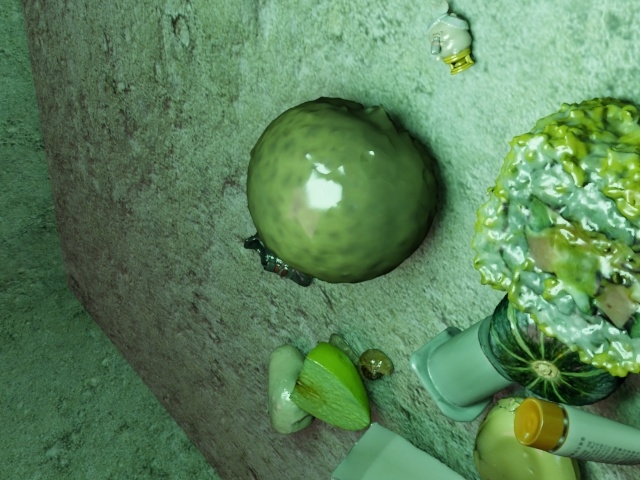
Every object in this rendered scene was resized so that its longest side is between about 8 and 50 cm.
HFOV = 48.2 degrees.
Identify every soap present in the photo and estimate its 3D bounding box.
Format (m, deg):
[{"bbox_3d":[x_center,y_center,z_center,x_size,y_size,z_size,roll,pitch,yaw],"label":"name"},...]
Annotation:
[{"bbox_3d":[0.253,0.671,1.783,0.435,0.213,0.350,23,156,45],"label":"soap"}]

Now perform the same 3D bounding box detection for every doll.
[{"bbox_3d":[0.219,-0.354,1.254,0.073,0.084,0.127,-3,117,60],"label":"doll"}]

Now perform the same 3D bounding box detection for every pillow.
[{"bbox_3d":[0.051,0.352,2.055,0.130,0.033,0.217,45,143,15],"label":"pillow"}]

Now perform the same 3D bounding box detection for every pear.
[{"bbox_3d":[0.058,0.401,1.944,0.239,0.139,0.288,39,145,15],"label":"pear"}]

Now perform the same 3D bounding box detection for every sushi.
[{"bbox_3d":[0.440,-0.017,1.058,0.396,0.240,0.351,42,142,32],"label":"sushi"}]

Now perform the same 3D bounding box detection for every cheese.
[{"bbox_3d":[0.441,0.463,1.538,0.260,0.128,0.315,20,138,40],"label":"cheese"}]

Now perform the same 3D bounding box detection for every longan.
[{"bbox_3d":[0.042,-0.103,1.429,0.391,0.391,0.391,33,138,36],"label":"longan"}]

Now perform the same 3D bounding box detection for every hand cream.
[{"bbox_3d":[0.503,0.358,1.275,0.314,0.089,0.140,21,149,-17],"label":"hand cream"}]

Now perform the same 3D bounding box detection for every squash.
[{"bbox_3d":[0.432,0.179,1.290,0.252,0.165,0.252,24,138,24],"label":"squash"}]

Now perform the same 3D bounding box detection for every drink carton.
[{"bbox_3d":[0.336,0.252,1.488,0.191,0.185,0.189,56,136,10],"label":"drink carton"}]

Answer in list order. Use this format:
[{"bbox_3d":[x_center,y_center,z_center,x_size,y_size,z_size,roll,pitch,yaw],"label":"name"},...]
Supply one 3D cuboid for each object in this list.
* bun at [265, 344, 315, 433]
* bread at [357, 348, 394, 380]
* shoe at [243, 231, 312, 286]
[{"bbox_3d":[-0.087,0.459,2.188,0.273,0.168,0.272,175,90,-88],"label":"bun"},{"bbox_3d":[0.138,0.331,1.899,0.082,0.060,0.113,54,148,6],"label":"bread"},{"bbox_3d":[-0.122,0.051,1.992,0.227,0.112,0.099,51,145,18],"label":"shoe"}]
